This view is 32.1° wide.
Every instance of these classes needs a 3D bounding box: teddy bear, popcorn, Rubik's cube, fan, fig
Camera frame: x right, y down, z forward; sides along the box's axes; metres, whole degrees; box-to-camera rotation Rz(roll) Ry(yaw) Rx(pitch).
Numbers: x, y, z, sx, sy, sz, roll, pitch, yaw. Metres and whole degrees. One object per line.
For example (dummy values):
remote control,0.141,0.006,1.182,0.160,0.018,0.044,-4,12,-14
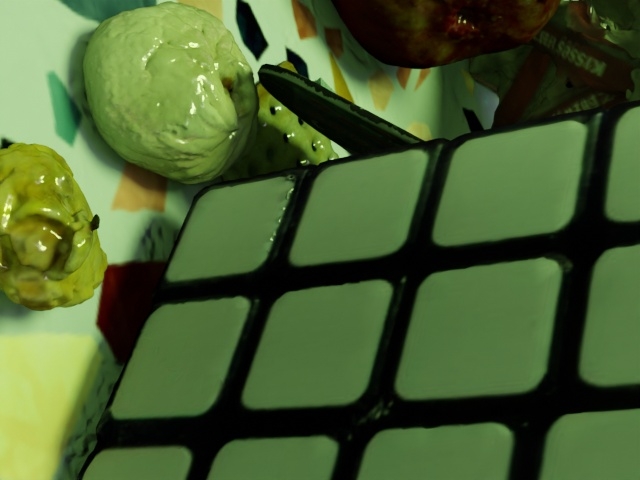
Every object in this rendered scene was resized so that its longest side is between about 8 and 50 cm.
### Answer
teddy bear,0.257,-0.115,0.861,0.225,0.367,0.357,15,68,-19
popcorn,-0.144,0.000,0.525,0.084,0.084,0.084,27,56,-50
Rubik's cube,0.104,0.173,0.552,0.344,0.344,0.337,48,45,-37
fan,0.081,-0.032,0.707,0.012,0.223,0.294,-61,152,-1
fig,0.075,-0.250,0.893,0.190,0.191,0.290,51,4,-33

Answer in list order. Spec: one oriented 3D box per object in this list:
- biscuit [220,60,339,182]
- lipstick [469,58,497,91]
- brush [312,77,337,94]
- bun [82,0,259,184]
biscuit,0.000,0.000,0.777,0.231,0.016,0.139,64,34,-20
lipstick,0.203,-0.170,1.123,0.145,0.045,0.045,13,69,-55
brush,0.017,-0.090,0.833,0.083,0.019,0.021,44,34,-37
bun,-0.079,-0.088,0.639,0.115,0.069,0.115,31,50,-47
